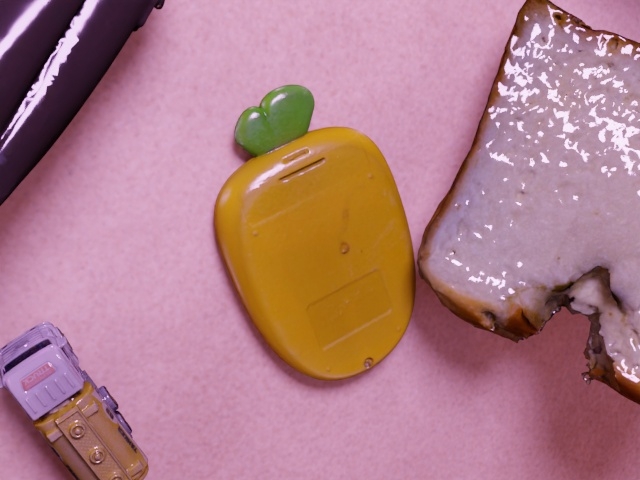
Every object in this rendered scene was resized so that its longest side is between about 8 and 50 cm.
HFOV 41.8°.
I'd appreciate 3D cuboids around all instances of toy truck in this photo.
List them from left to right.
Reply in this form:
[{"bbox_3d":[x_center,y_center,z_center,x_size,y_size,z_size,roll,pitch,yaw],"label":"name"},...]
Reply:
[{"bbox_3d":[-0.165,0.118,0.561,0.052,0.063,0.123,-34,115,-14],"label":"toy truck"}]

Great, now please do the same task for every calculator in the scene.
[{"bbox_3d":[0.000,0.000,0.629,0.146,0.032,0.235,-28,115,-17],"label":"calculator"}]

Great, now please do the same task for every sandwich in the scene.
[{"bbox_3d":[0.228,-0.016,0.623,0.273,0.095,0.249,25,92,11],"label":"sandwich"}]

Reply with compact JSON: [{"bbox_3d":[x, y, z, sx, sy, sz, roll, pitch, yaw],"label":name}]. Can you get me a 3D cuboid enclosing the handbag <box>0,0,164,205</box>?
[{"bbox_3d":[-0.237,-0.163,0.433,0.285,0.113,0.257,42,77,-20],"label":"handbag"}]
